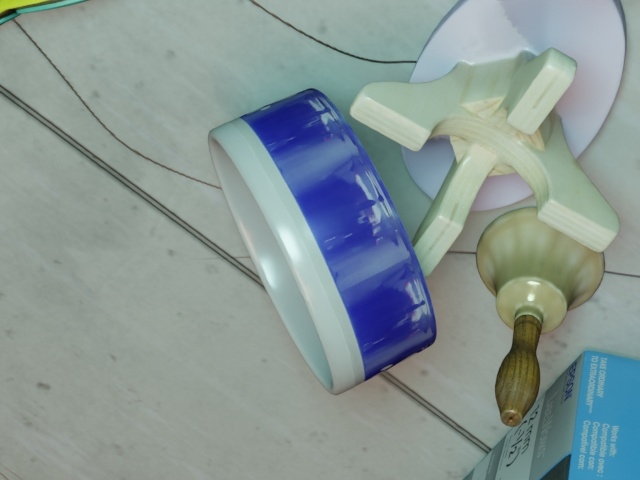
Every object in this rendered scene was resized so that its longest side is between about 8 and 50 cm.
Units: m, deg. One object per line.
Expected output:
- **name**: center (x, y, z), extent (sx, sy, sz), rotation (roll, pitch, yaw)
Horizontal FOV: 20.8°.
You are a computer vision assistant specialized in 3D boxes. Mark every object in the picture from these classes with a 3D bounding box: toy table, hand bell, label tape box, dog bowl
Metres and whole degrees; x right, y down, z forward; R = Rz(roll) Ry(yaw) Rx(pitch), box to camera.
- **toy table**: center (0.156, -0.102, 1.534), extent (0.252, 0.161, 0.274), rotation (19, 127, 1)
- **hand bell**: center (0.188, 0.086, 1.602), extent (0.126, 0.242, 0.126), rotation (7, 125, 10)
- **label tape box**: center (0.252, 0.239, 1.685), extent (0.115, 0.249, 0.347), rotation (30, 126, -7)
- **dog bowl**: center (0.000, 0.000, 1.574), extent (0.104, 0.265, 0.265), rotation (-26, 119, -8)

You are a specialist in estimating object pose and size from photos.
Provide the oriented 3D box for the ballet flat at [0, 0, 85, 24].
- **ballet flat**: center (-0.284, -0.237, 1.612), extent (0.231, 0.077, 0.077), rotation (-15, 102, 25)
